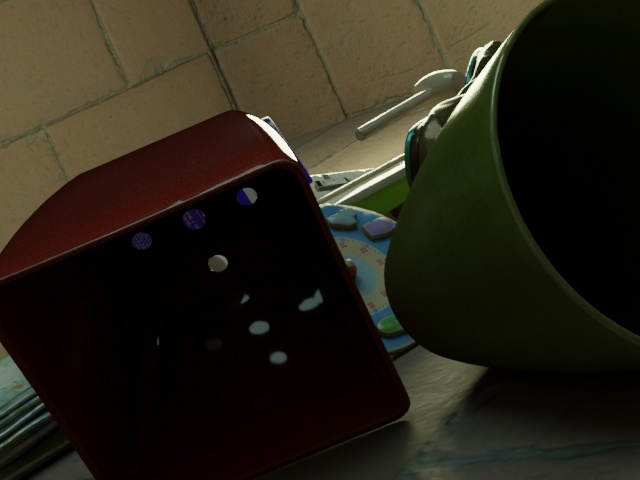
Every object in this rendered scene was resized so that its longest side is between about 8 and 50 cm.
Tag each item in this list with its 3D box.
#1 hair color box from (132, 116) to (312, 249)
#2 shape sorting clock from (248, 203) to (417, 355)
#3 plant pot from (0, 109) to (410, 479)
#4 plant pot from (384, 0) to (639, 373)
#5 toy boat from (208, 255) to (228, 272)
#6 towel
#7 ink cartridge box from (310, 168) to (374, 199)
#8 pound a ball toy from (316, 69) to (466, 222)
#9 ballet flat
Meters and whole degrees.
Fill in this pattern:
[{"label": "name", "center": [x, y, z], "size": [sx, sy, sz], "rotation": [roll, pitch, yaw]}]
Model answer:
[{"label": "hair color box", "center": [-0.191, -0.005, 1.395], "size": [0.339, 0.110, 0.185], "rotation": [-35, 1, 31]}, {"label": "shape sorting clock", "center": [0.027, 0.036, 1.182], "size": [0.206, 0.206, 0.040], "rotation": [-29, -31, -29]}, {"label": "plant pot", "center": [-0.106, 0.036, 1.008], "size": [0.267, 0.267, 0.236], "rotation": [-23, 30, 5]}, {"label": "plant pot", "center": [0.177, -0.005, 0.899], "size": [0.275, 0.275, 0.293], "rotation": [-30, -5, -30]}, {"label": "toy boat", "center": [-0.129, 0.116, 1.254], "size": [0.231, 0.151, 0.151], "rotation": [-35, -33, 8]}, {"label": "towel", "center": [-0.413, 0.227, 1.414], "size": [0.320, 0.090, 0.374], "rotation": [-30, 12, -35]}, {"label": "ink cartridge box", "center": [0.018, -0.045, 1.680], "size": [0.135, 0.099, 0.056], "rotation": [-8, 44, -16]}, {"label": "pound a ball toy", "center": [0.069, -0.064, 1.475], "size": [0.319, 0.208, 0.136], "rotation": [-30, 12, -27]}, {"label": "ballet flat", "center": [0.189, -0.125, 1.160], "size": [0.124, 0.116, 0.342], "rotation": [2, 21, 22]}]
